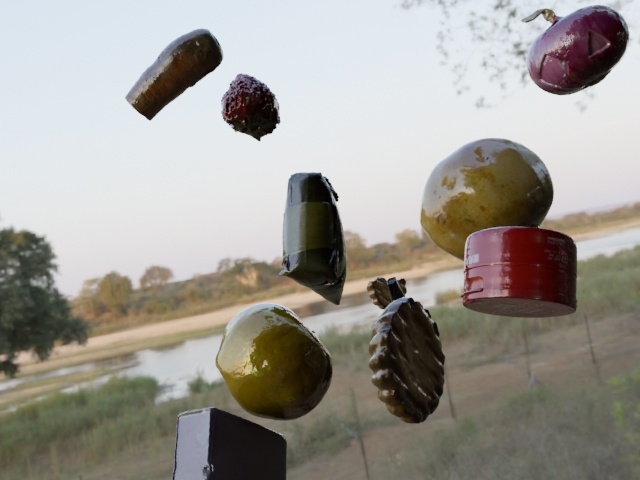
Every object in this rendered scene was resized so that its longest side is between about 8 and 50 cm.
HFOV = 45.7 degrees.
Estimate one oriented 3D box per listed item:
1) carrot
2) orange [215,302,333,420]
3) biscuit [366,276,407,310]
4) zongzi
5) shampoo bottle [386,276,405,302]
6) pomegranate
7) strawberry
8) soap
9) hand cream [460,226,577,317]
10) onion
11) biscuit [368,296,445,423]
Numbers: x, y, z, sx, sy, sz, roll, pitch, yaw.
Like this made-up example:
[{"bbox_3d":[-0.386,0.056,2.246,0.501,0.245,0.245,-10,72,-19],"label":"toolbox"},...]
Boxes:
[{"bbox_3d":[-0.406,-0.467,2.107,0.302,0.139,0.139,-41,-4,3],"label":"carrot"},{"bbox_3d":[-0.108,0.277,1.723,0.235,0.279,0.279,-42,3,-8],"label":"orange"},{"bbox_3d":[0.219,0.183,2.561,0.061,0.118,0.183,-11,-14,43],"label":"biscuit"},{"bbox_3d":[0.000,0.000,1.955,0.154,0.289,0.317,-2,-19,12],"label":"zongzi"},{"bbox_3d":[0.214,0.157,2.121,0.027,0.137,0.048,22,59,39],"label":"shampoo bottle"},{"bbox_3d":[0.513,-0.112,2.313,0.417,0.416,0.416,-10,-2,0],"label":"pomegranate"},{"bbox_3d":[-0.212,-0.414,2.287,0.187,0.201,0.184,-1,-25,-22],"label":"strawberry"},{"bbox_3d":[-0.181,0.524,1.581,0.107,0.296,0.285,-17,-35,28],"label":"soap"},{"bbox_3d":[0.337,0.057,1.287,0.193,0.125,0.193,6,-16,2],"label":"hand cream"},{"bbox_3d":[0.442,-0.332,1.312,0.177,0.153,0.177,-6,0,0],"label":"onion"},{"bbox_3d":[0.221,0.312,1.981,0.107,0.325,0.326,-9,-1,33],"label":"biscuit"}]
